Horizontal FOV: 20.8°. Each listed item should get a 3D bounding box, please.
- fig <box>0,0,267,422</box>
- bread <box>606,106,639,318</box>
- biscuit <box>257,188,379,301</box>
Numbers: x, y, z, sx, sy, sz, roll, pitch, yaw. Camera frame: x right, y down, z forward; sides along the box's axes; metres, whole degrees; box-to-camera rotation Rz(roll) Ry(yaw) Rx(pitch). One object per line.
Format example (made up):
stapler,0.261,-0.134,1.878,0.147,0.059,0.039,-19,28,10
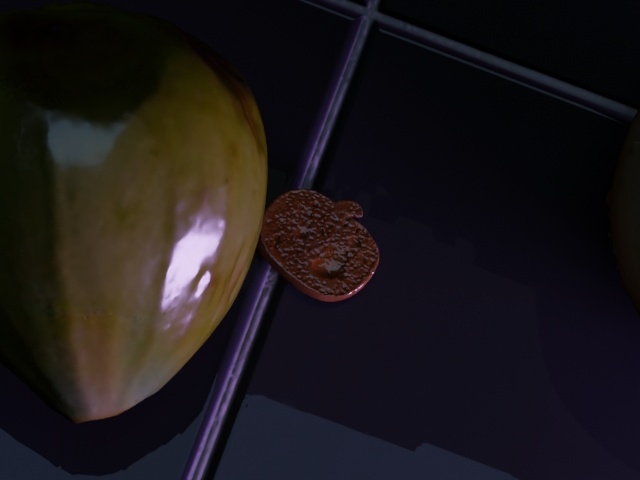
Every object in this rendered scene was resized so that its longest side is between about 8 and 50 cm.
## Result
fig,-0.155,-0.019,1.121,0.239,0.239,0.271,2,86,-8
bread,0.298,0.006,1.209,0.192,0.171,0.314,-11,73,-10
biscuit,0.000,0.000,1.247,0.091,0.015,0.078,43,69,6
